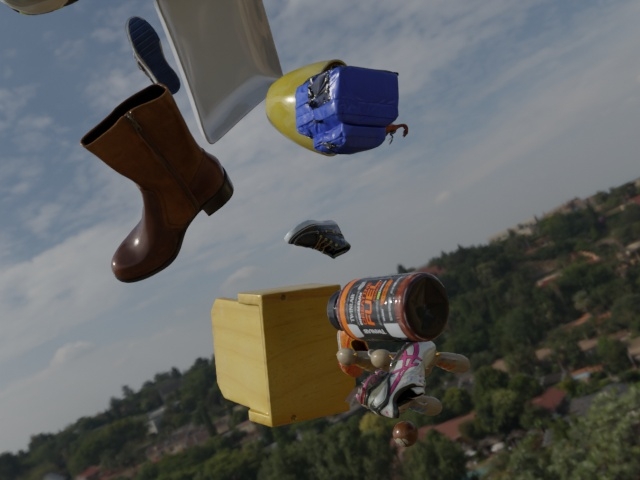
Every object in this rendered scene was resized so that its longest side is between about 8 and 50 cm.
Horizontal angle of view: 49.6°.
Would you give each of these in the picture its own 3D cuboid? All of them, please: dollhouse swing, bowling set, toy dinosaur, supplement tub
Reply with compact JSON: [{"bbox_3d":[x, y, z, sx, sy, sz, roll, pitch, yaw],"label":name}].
[{"bbox_3d":[-0.113,0.299,1.941,0.315,0.346,0.305,-6,3,-21],"label":"dollhouse swing"},{"bbox_3d":[0.159,0.317,1.421,0.154,0.199,0.287,18,-22,-34],"label":"bowling set"},{"bbox_3d":[0.145,-0.227,1.445,0.082,0.047,0.090,-18,-3,0],"label":"toy dinosaur"},{"bbox_3d":[0.097,0.107,1.085,0.106,0.105,0.198,-20,5,-39],"label":"supplement tub"}]

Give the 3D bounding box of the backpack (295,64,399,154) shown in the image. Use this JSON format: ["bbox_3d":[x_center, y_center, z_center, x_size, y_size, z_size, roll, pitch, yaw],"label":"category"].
[{"bbox_3d":[0.021,-0.153,0.830,0.098,0.101,0.120,6,-2,-31],"label":"backpack"}]

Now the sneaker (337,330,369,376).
[{"bbox_3d":[0.079,0.263,1.594,0.064,0.067,0.175,-43,-39,-28],"label":"sneaker"}]

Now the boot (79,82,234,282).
[{"bbox_3d":[-0.279,-0.074,1.082,0.264,0.096,0.280,-38,-29,-3],"label":"boot"}]

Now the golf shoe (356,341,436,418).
[{"bbox_3d":[0.146,0.233,1.161,0.186,0.086,0.067,-35,-41,-38],"label":"golf shoe"}]

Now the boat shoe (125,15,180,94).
[{"bbox_3d":[-0.376,-0.398,1.507,0.066,0.183,0.066,-40,36,-24],"label":"boat shoe"}]

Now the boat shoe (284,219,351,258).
[{"bbox_3d":[0.000,0.000,1.594,0.183,0.083,0.065,-11,-33,-53],"label":"boat shoe"}]

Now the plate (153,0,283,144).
[{"bbox_3d":[-0.175,-0.347,1.197,0.045,0.277,0.278,4,37,28],"label":"plate"}]

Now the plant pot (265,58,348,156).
[{"bbox_3d":[-0.021,-0.191,0.988,0.095,0.134,0.134,10,11,26],"label":"plant pot"}]

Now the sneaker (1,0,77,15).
[{"bbox_3d":[-0.308,-0.425,0.942,0.385,0.145,0.147,-20,-12,10],"label":"sneaker"}]
